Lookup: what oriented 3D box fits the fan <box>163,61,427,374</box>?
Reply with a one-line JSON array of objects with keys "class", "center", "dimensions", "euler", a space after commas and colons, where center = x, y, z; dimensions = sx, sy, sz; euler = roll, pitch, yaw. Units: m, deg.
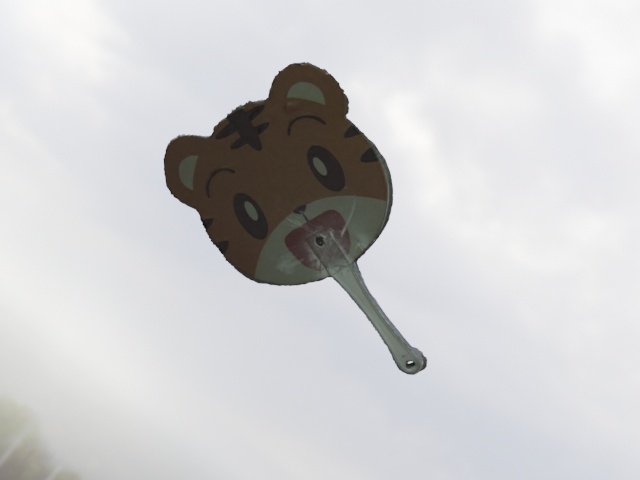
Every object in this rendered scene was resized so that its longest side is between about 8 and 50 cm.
[{"class": "fan", "center": [0.000, 0.000, 0.948], "dimensions": [0.226, 0.152, 0.008], "euler": [56, 26, -5]}]
